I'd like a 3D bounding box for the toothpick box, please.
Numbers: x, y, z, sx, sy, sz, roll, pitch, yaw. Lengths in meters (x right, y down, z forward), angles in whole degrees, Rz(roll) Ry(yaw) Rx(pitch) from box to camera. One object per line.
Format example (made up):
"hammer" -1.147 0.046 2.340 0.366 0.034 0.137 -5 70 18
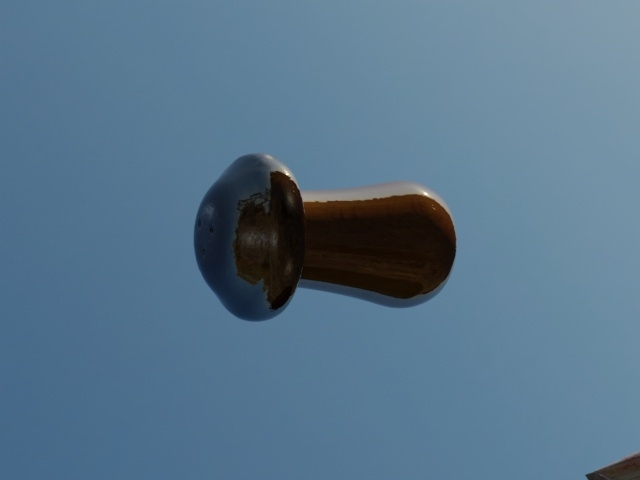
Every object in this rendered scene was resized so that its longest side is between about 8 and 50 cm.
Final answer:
"toothpick box" 0.000 0.000 1.716 0.294 0.192 0.192 3 -90 -30

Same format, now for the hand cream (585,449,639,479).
"hand cream" 0.368 0.207 1.466 0.067 0.210 0.043 52 -162 -39
